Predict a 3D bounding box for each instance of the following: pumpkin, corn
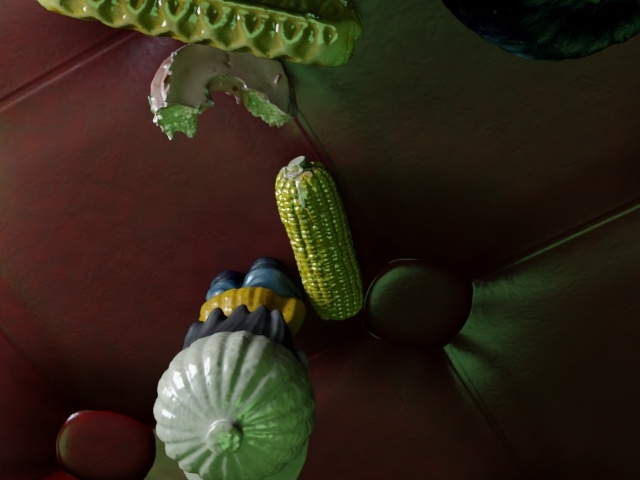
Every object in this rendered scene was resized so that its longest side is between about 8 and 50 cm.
[{"bbox_3d":[0.250,-0.331,1.096,0.315,0.238,0.315,-7,143,-6],"label":"pumpkin"},{"bbox_3d":[0.000,0.000,1.380,0.080,0.080,0.238,-11,123,6],"label":"corn"}]

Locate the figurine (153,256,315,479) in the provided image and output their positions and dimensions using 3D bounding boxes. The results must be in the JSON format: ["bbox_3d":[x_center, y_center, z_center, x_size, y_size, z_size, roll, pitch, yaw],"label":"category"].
[{"bbox_3d":[-0.097,0.137,1.311,0.185,0.332,0.204,-20,134,13],"label":"figurine"}]

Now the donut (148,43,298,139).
[{"bbox_3d":[-0.113,-0.177,1.262,0.166,0.117,0.065,1,155,-15],"label":"donut"}]

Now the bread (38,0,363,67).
[{"bbox_3d":[-0.134,-0.258,1.223,0.367,0.077,0.084,10,110,-7],"label":"bread"}]
